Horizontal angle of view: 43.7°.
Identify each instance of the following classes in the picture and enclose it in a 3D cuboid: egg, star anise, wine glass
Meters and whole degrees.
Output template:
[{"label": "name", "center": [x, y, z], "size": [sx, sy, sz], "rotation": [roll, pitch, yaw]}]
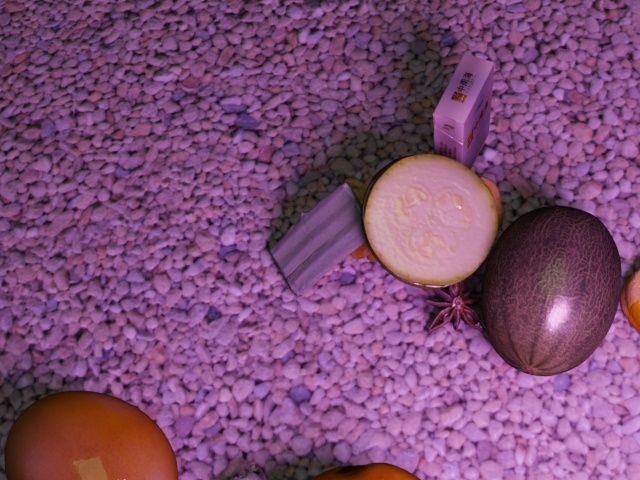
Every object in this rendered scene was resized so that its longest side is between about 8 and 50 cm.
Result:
[{"label": "egg", "center": [-0.391, 0.387, 1.355], "size": [0.322, 0.250, 0.250], "rotation": [25, 69, 26]}, {"label": "star anise", "center": [0.257, 0.111, 1.517], "size": [0.124, 0.056, 0.129], "rotation": [-3, 79, 3]}, {"label": "wine glass", "center": [-0.092, 0.468, 1.382], "size": [0.072, 0.072, 0.155], "rotation": [-35, 66, -10]}]

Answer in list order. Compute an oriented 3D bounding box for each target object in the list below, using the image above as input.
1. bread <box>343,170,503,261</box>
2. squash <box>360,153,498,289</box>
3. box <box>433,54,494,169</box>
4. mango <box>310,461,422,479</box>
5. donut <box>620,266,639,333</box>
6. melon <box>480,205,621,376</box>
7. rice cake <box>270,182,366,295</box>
[{"label": "bread", "center": [0.198, -0.043, 1.563], "size": [0.311, 0.121, 0.173], "rotation": [-2, 74, 6]}, {"label": "squash", "center": [0.193, -0.036, 1.452], "size": [0.252, 0.049, 0.252], "rotation": [2, 76, -6]}, {"label": "box", "center": [0.281, -0.228, 1.576], "size": [0.067, 0.243, 0.155], "rotation": [20, 69, 18]}, {"label": "mango", "center": [0.131, 0.540, 1.219], "size": [0.300, 0.232, 0.446], "rotation": [-47, 76, 19]}, {"label": "donut", "center": [0.654, 0.109, 1.464], "size": [0.190, 0.075, 0.174], "rotation": [37, 74, 21]}, {"label": "melon", "center": [0.405, 0.089, 1.411], "size": [0.237, 0.237, 0.302], "rotation": [15, 72, 13]}, {"label": "rice cake", "center": [0.000, 0.000, 1.542], "size": [0.237, 0.043, 0.127], "rotation": [-43, 63, 29]}]
